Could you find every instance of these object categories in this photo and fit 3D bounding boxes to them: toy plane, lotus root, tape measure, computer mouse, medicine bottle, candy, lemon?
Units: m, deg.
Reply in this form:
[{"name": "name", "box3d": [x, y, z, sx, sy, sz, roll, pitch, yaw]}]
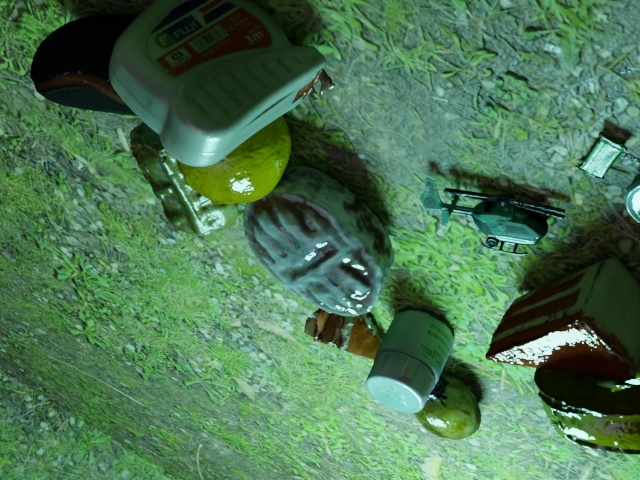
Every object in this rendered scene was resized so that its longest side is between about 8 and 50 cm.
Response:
[{"name": "toy plane", "box3d": [0.272, -0.038, 1.577, 0.235, 0.060, 0.096, 12, 136, 20]}, {"name": "lotus root", "box3d": [0.270, 0.353, 2.052, 0.138, 0.138, 0.214, -6, 144, 42]}, {"name": "tape measure", "box3d": [-0.157, -0.247, 1.455, 0.265, 0.258, 0.130, 45, 149, 7]}, {"name": "computer mouse", "box3d": [-0.336, -0.290, 1.590, 0.323, 0.183, 0.116, 11, 142, 25]}, {"name": "medicine bottle", "box3d": [0.174, 0.234, 1.915, 0.135, 0.168, 0.135, 20, 145, 15]}, {"name": "candy", "box3d": [0.000, 0.000, 1.749, 0.289, 0.157, 0.214, 46, 130, -12]}, {"name": "lemon", "box3d": [-0.144, -0.159, 1.613, 0.192, 0.192, 0.231, 20, 148, 15]}]

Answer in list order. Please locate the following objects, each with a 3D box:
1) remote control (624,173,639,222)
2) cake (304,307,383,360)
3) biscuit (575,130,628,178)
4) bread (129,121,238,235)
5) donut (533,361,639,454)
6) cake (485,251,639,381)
[{"name": "remote control", "box3d": [0.527, -0.077, 1.332, 0.104, 0.052, 0.247, 42, 145, -21]}, {"name": "cake", "box3d": [0.071, 0.184, 2.017, 0.098, 0.135, 0.287, 1, 157, 30]}, {"name": "biscuit", "box3d": [0.402, -0.120, 1.404, 0.046, 0.016, 0.089, 28, 147, 5]}, {"name": "bread", "box3d": [-0.241, -0.117, 1.803, 0.152, 0.130, 0.267, 3, 139, 22]}, {"name": "donut", "box3d": [0.488, 0.253, 1.607, 0.272, 0.272, 0.107, 5, 116, 33]}, {"name": "cake", "box3d": [0.422, 0.150, 1.626, 0.160, 0.158, 0.262, 38, 148, -10]}]
